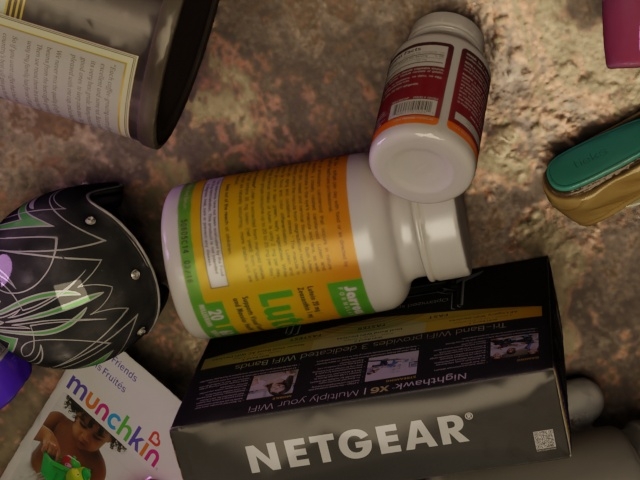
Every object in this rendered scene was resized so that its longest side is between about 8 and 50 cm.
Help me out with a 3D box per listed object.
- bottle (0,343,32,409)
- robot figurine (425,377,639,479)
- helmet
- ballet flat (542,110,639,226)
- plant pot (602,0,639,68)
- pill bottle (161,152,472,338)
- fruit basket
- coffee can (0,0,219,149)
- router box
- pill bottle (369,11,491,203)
[{"bbox_3d":[-0.395,0.054,1.390,0.118,0.092,0.283,-37,102,19],"label":"bottle"},{"bbox_3d":[0.218,0.268,1.318,0.353,0.200,0.300,-10,70,-3],"label":"robot figurine"},{"bbox_3d":[-0.215,0.034,1.322,0.169,0.161,0.169,2,111,6],"label":"helmet"},{"bbox_3d":[0.298,-0.083,1.274,0.232,0.080,0.073,-26,133,18],"label":"ballet flat"},{"bbox_3d":[0.290,-0.213,1.038,0.201,0.201,0.180,-4,94,9],"label":"plant pot"},{"bbox_3d":[0.000,0.000,1.296,0.245,0.136,0.136,-10,109,11],"label":"pill bottle"},{"bbox_3d":[-0.188,0.313,1.382,0.327,0.165,0.353,40,113,20],"label":"fruit basket"},{"bbox_3d":[-0.230,-0.207,1.214,0.275,0.201,0.202,17,111,1],"label":"coffee can"},{"bbox_3d":[0.050,0.114,1.277,0.308,0.243,0.081,-10,109,11],"label":"router box"},{"bbox_3d":[0.092,-0.111,1.230,0.086,0.152,0.086,9,141,7],"label":"pill bottle"}]
